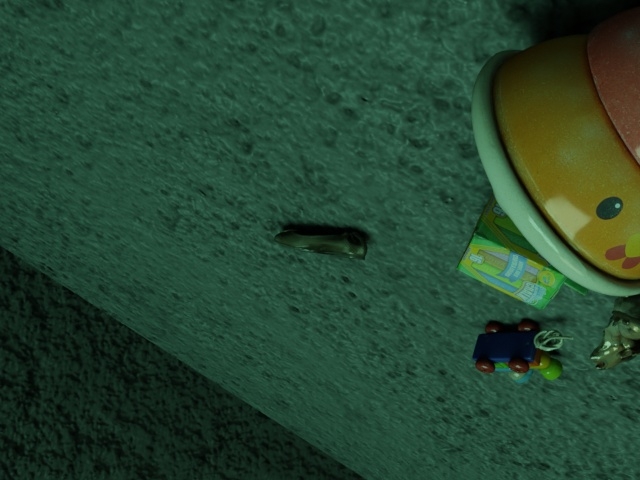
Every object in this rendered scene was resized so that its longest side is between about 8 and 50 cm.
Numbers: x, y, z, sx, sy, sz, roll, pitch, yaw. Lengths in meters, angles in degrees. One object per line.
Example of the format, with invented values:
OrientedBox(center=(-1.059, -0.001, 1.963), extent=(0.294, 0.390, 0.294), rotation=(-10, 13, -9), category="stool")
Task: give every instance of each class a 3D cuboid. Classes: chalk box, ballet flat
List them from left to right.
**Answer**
OrientedBox(center=(0.000, 0.000, 1.773), extent=(0.250, 0.058, 0.084), rotation=(8, 180, 43), category="ballet flat")
OrientedBox(center=(0.361, 0.017, 1.385), extent=(0.213, 0.132, 0.132), rotation=(25, 150, 8), category="chalk box")

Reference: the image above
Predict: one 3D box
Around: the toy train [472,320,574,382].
OrientedBox(center=(0.450, 0.241, 1.691), extent=(0.143, 0.105, 0.248), rotation=(35, 152, -30), category="toy train")

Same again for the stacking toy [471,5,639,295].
OrientedBox(center=(0.440, -0.177, 0.912), extent=(0.351, 0.350, 0.480), rotation=(40, 133, -16), category="stacking toy")

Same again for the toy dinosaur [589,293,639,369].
OrientedBox(center=(0.553, 0.121, 1.312), extent=(0.200, 0.127, 0.296), rotation=(34, 151, -33), category="toy dinosaur")
